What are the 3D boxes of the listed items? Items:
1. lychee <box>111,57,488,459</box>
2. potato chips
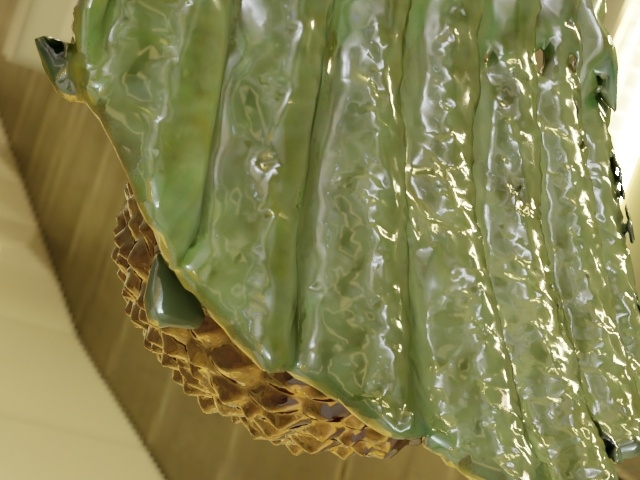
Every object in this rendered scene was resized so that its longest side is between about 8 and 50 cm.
[{"bbox_3d":[0.000,0.000,0.819,0.271,0.236,0.236,-17,-122,48],"label":"lychee"},{"bbox_3d":[0.054,-0.093,0.593,0.097,0.373,0.389,-7,-91,37],"label":"potato chips"}]
